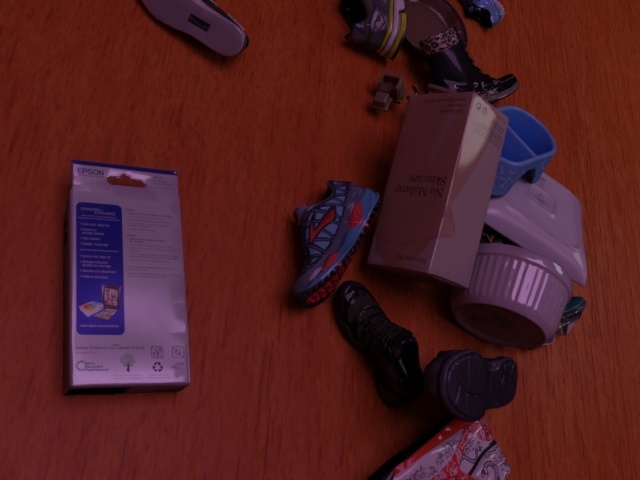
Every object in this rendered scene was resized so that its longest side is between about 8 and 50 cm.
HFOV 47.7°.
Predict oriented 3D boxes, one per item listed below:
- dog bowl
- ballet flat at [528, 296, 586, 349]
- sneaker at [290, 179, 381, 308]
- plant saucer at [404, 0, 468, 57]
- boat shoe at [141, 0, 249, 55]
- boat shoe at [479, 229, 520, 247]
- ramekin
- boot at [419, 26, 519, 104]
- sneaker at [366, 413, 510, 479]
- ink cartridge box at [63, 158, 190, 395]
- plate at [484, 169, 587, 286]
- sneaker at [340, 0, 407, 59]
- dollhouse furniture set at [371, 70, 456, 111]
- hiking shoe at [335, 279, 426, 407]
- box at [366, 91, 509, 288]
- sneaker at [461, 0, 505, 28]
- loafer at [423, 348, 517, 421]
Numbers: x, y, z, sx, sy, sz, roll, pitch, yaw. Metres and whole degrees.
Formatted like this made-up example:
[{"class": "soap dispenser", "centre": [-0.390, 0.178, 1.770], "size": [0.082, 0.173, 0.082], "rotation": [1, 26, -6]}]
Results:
[{"class": "dog bowl", "centre": [0.357, -0.185, 1.414], "size": [0.297, 0.074, 0.166], "rotation": [-20, 66, -46]}, {"class": "ballet flat", "centre": [0.450, 0.163, 1.404], "size": [0.188, 0.070, 0.070], "rotation": [-17, 76, -32]}, {"class": "sneaker", "centre": [0.000, 0.000, 1.218], "size": [0.125, 0.104, 0.262], "rotation": [27, 53, 8]}, {"class": "plant saucer", "centre": [0.235, -0.469, 1.591], "size": [0.198, 0.036, 0.199], "rotation": [13, 62, -26]}, {"class": "boat shoe", "centre": [-0.226, -0.402, 1.288], "size": [0.219, 0.078, 0.070], "rotation": [36, 20, -6]}, {"class": "boat shoe", "centre": [0.331, 0.015, 1.394], "size": [0.227, 0.068, 0.081], "rotation": [13, 61, -24]}, {"class": "ramekin", "centre": [0.328, 0.105, 1.273], "size": [0.207, 0.207, 0.109], "rotation": [30, 65, -14]}, {"class": "boot", "centre": [0.317, -0.369, 1.533], "size": [0.236, 0.085, 0.179], "rotation": [-27, 101, -32]}, {"class": "sneaker", "centre": [0.191, 0.377, 1.130], "size": [0.270, 0.090, 0.145], "rotation": [-25, 79, -38]}, {"class": "ink cartridge box", "centre": [-0.281, 0.051, 1.039], "size": [0.165, 0.065, 0.333], "rotation": [5, 66, -27]}, {"class": "plate", "centre": [0.432, -0.073, 1.460], "size": [0.277, 0.045, 0.278], "rotation": [31, 39, -10]}, {"class": "sneaker", "centre": [0.104, -0.521, 1.503], "size": [0.121, 0.111, 0.300], "rotation": [8, 62, -22]}, {"class": "dollhouse furniture set", "centre": [0.158, -0.215, 1.419], "size": [0.160, 0.101, 0.182], "rotation": [21, 67, 18]}, {"class": "hiking shoe", "centre": [0.110, 0.155, 1.175], "size": [0.086, 0.114, 0.227], "rotation": [-25, 81, -36]}, {"class": "box", "centre": [0.202, -0.085, 1.243], "size": [0.121, 0.148, 0.311], "rotation": [22, 79, -43]}, {"class": "sneaker", "centre": [0.359, -0.562, 1.691], "size": [0.162, 0.063, 0.073], "rotation": [41, 57, -6]}, {"class": "loafer", "centre": [0.224, 0.226, 1.152], "size": [0.302, 0.095, 0.109], "rotation": [15, 79, -55]}]
